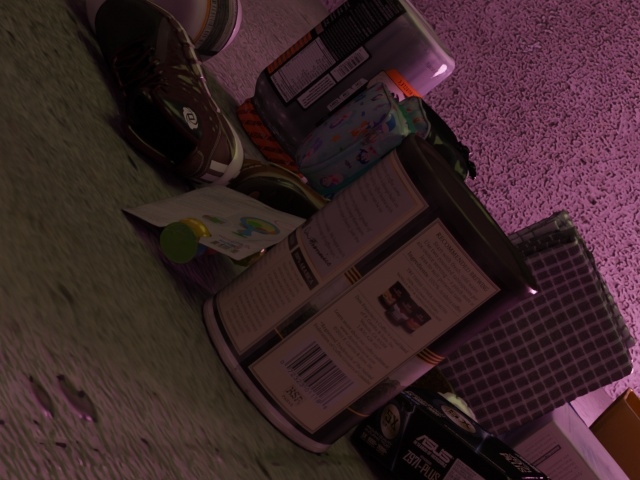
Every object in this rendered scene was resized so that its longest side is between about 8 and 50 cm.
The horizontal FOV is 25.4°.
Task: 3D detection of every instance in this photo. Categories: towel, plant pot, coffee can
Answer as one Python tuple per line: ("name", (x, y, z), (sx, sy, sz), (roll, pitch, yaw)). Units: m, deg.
("towel", (0.269, 0.124, 1.941), (0.121, 0.284, 0.235), (-83, 148, -79))
("plant pot", (0.500, 0.391, 2.356), (0.212, 0.187, 0.212), (53, 12, 10))
("coffee can", (0.049, 0.053, 1.432), (0.201, 0.275, 0.201), (49, 12, -14))

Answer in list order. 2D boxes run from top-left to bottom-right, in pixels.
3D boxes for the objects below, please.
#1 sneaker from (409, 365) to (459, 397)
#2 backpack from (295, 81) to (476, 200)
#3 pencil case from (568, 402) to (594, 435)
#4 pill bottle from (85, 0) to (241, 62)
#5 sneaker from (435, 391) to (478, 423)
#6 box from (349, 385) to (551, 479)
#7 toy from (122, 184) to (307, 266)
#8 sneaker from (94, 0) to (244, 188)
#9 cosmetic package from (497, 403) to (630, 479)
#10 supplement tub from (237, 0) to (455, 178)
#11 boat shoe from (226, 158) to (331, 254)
("sneaker", (0.174, 0.249, 1.871), (0.192, 0.064, 0.086), (58, 6, 30))
("backpack", (0.068, -0.089, 2.026), (0.191, 0.253, 0.225), (43, 14, -16))
("pencil case", (0.364, 0.296, 2.277), (0.119, 0.133, 0.306), (6, 23, -10))
("pill bottle", (-0.200, -0.316, 1.915), (0.162, 0.162, 0.278), (51, 11, 1))
("sneaker", (0.199, 0.303, 1.717), (0.252, 0.103, 0.111), (43, 16, -8))
("box", (0.146, 0.242, 1.572), (0.180, 0.077, 0.147), (36, 8, 27))
("toy", (-0.106, -0.005, 1.524), (0.137, 0.056, 0.237), (23, 13, 16))
("sneaker", (-0.201, -0.188, 1.669), (0.281, 0.106, 0.162), (55, 15, 14))
("cosmetic package", (0.349, 0.352, 2.022), (0.224, 0.138, 0.224), (52, 11, 0))
("supplement tub", (0.035, -0.246, 2.221), (0.193, 0.316, 0.193), (48, 13, -15))
("boat shoe", (0.000, 0.000, 1.816), (0.324, 0.122, 0.120), (44, 10, -34))
